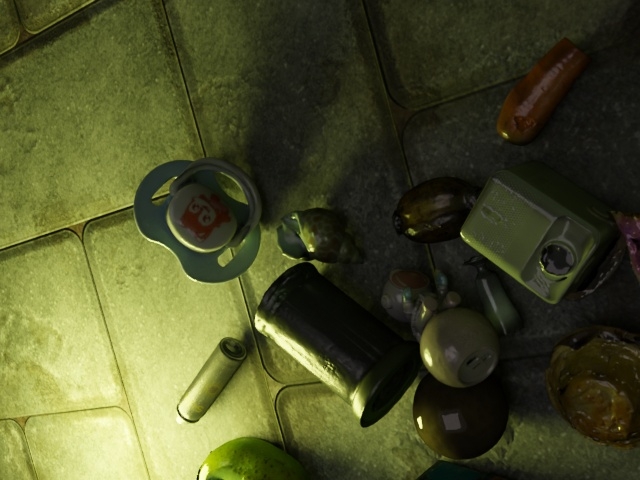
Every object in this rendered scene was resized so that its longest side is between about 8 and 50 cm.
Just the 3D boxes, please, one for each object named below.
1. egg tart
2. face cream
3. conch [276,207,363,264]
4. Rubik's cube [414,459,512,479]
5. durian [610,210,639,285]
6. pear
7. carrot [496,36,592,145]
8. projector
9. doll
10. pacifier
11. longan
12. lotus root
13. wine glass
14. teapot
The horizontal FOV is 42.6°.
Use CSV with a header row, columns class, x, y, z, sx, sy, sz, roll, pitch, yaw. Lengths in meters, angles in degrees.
class,x,y,z,sx,sy,sz,roll,pitch,yaw
egg tart,0.490,0.261,1.403,0.241,0.106,0.241,18,122,31
face cream,-0.270,0.347,1.968,0.073,0.073,0.283,46,122,17
conch,-0.007,-0.010,1.694,0.172,0.106,0.116,-6,70,29
Rubik's cube,0.282,0.649,1.490,0.358,0.363,0.362,7,106,31
durian,0.607,0.072,1.290,0.191,0.112,0.341,-22,99,28
pear,-0.140,0.599,1.887,0.292,0.159,0.293,6,103,30
carrot,0.372,-0.252,1.393,0.087,0.087,0.193,40,118,21
projector,0.384,-0.013,1.380,0.242,0.177,0.163,39,120,20
doll,0.210,0.150,1.530,0.287,0.150,0.151,46,126,47
pacifier,-0.273,-0.043,1.837,0.299,0.244,0.233,45,156,-8
longan,0.269,0.309,1.548,0.204,0.159,0.185,-48,54,-7
lotus root,0.224,-0.057,1.519,0.209,0.120,0.120,-17,91,39
wine glass,0.318,0.099,1.513,0.072,0.072,0.155,-23,87,36
teapot,0.024,0.211,1.682,0.337,0.200,0.270,38,149,24
